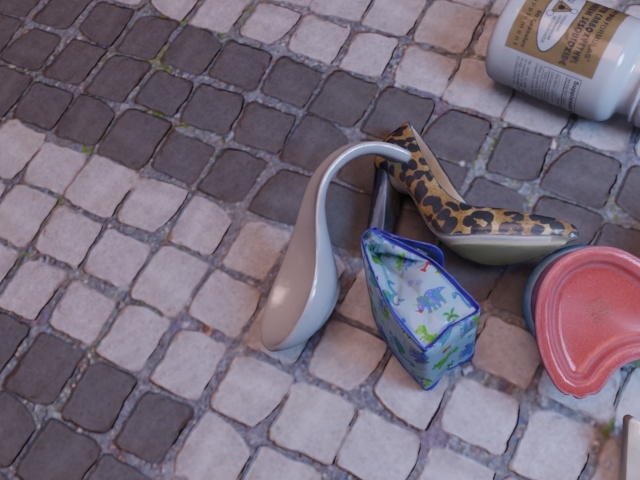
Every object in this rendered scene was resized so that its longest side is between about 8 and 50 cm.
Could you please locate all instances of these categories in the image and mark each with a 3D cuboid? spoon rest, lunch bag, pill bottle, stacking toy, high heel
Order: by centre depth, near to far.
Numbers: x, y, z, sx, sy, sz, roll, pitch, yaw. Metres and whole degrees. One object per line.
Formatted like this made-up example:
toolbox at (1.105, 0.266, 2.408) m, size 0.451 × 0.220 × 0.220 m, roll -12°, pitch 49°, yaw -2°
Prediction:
stacking toy at (0.384, 0.106, 0.861) m, size 0.309 × 0.130 × 0.279 m, roll -17°, pitch 87°, yaw 4°
lunch bag at (0.100, 0.069, 0.887) m, size 0.096 × 0.129 × 0.151 m, roll -35°, pitch 60°, yaw -14°
spoon rest at (0.000, 0.000, 0.926) m, size 0.084 × 0.137 × 0.276 m, roll 30°, pitch 85°, yaw -19°
high heel at (0.173, -0.068, 0.942) m, size 0.261 × 0.093 × 0.186 m, roll 0°, pitch 67°, yaw 32°
pill bottle at (0.333, -0.221, 0.996) m, size 0.229 × 0.131 × 0.131 m, roll 28°, pitch 71°, yaw 22°
